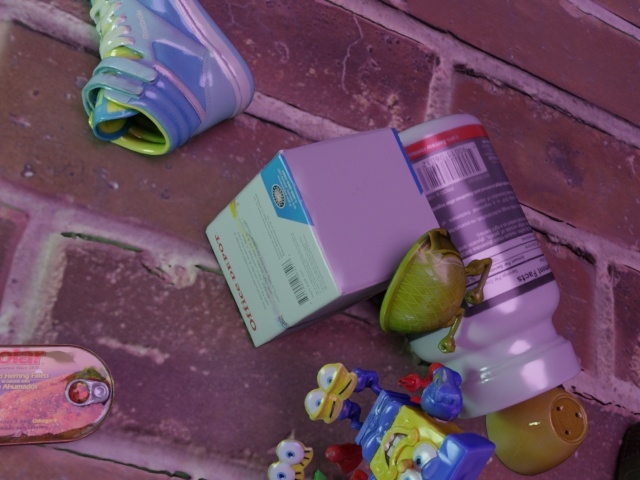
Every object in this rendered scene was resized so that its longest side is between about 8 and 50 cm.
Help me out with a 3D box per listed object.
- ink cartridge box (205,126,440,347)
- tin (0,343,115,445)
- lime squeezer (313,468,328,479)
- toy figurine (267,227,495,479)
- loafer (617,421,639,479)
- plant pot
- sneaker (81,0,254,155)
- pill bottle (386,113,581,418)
[{"bbox_3d":[0.000,0.000,0.975,0.168,0.232,0.171,-18,80,-34],"label":"ink cartridge box"},{"bbox_3d":[-0.318,0.164,0.863,0.189,0.040,0.106,4,74,-27],"label":"tin"},{"bbox_3d":[-0.058,0.403,0.897,0.110,0.059,0.310,50,58,-3],"label":"lime squeezer"},{"bbox_3d":[0.129,0.198,0.851,0.191,0.217,0.363,18,105,-44],"label":"toy figurine"},{"bbox_3d":[0.475,0.383,1.158,0.092,0.102,0.269,34,59,-6],"label":"loafer"},{"bbox_3d":[0.313,0.255,1.124,0.134,0.095,0.134,9,68,-24],"label":"plant pot"},{"bbox_3d":[-0.248,-0.245,1.001,0.319,0.127,0.208,47,56,-4],"label":"sneaker"},{"bbox_3d":[0.186,0.035,1.073,0.210,0.210,0.363,-18,81,-32],"label":"pill bottle"}]
